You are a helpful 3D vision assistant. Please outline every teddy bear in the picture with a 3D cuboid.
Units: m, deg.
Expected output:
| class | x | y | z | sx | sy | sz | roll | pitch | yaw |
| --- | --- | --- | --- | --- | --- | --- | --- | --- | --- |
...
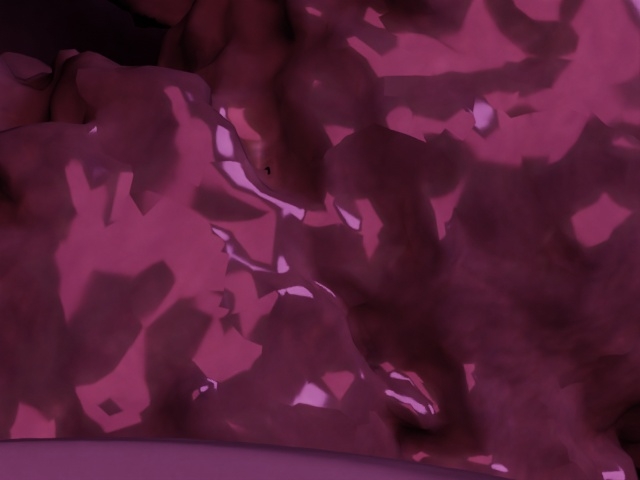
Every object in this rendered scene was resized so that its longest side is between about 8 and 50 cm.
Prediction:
| class | x | y | z | sx | sy | sz | roll | pitch | yaw |
| --- | --- | --- | --- | --- | --- | --- | --- | --- | --- |
| teddy bear | 0.000 | 0.000 | 0.506 | 0.367 | 0.224 | 0.357 | -21 | 77 | -16 |

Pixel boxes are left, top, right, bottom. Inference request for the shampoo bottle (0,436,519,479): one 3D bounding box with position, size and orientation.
| class | x | y | z | sx | sy | sz | roll | pitch | yaw |
| --- | --- | --- | --- | --- | --- | --- | --- | --- | --- |
| shampoo bottle | -0.090 | 0.108 | 0.354 | 0.359 | 0.078 | 0.134 | -3 | 87 | 4 |
